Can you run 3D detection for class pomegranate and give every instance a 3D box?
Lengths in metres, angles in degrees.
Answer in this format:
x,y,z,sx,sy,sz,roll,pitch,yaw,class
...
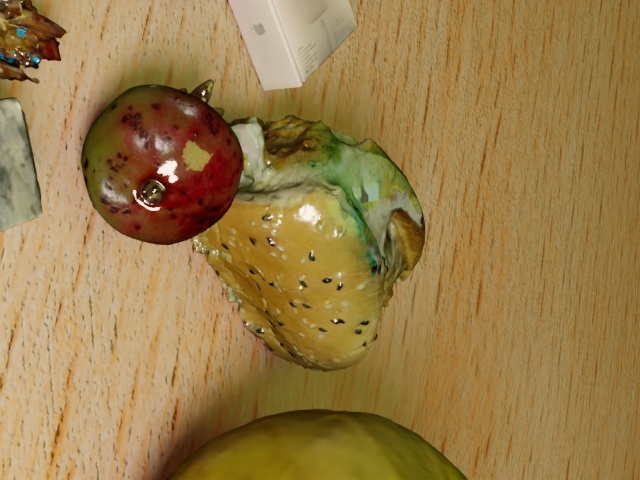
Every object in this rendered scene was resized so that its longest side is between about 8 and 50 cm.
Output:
x,y,z,sx,sy,sz,roll,pitch,yaw,class
-0.118,-0.065,0.945,0.159,0.129,0.130,-29,113,-57,pomegranate

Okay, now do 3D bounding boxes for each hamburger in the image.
x,y,z,sx,sy,sz,roll,pitch,yaw,class
0.000,0.000,1.074,0.168,0.192,0.288,-53,131,-29,hamburger

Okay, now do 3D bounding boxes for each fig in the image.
x,y,z,sx,sy,sz,roll,pitch,yaw,class
0.012,0.310,0.927,0.343,0.343,0.344,2,88,-56,fig

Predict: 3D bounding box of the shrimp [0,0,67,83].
x,y,z,sx,sy,sz,roll,pitch,yaw,class
-0.268,-0.237,0.783,0.290,0.054,0.222,37,59,-45,shrimp

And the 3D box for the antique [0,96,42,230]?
x,y,z,sx,sy,sz,roll,pitch,yaw,class
-0.270,-0.036,0.748,0.183,0.088,0.086,-26,112,-53,antique

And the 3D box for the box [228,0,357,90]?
x,y,z,sx,sy,sz,roll,pitch,yaw,class
-0.028,-0.237,1.145,0.130,0.051,0.129,-52,130,-44,box
